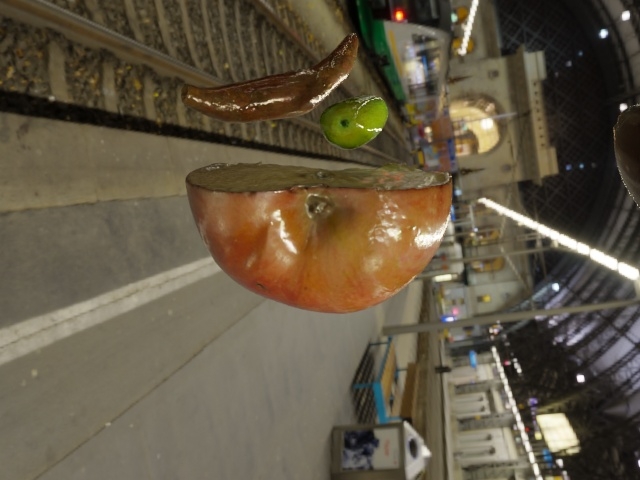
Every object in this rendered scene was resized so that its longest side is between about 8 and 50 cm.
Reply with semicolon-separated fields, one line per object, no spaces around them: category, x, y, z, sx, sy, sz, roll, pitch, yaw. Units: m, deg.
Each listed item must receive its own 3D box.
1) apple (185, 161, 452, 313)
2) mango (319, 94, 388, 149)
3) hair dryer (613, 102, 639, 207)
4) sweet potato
apple;0.000;0.000;0.731;0.251;0.292;0.163;-66;155;-75
mango;0.042;-0.144;0.759;0.108;0.073;0.056;-58;134;-55
hair dryer;0.374;-0.122;0.520;0.313;0.123;0.341;-106;-170;-53
sweet potato;-0.047;-0.189;0.796;0.078;0.255;0.058;66;-21;-1
